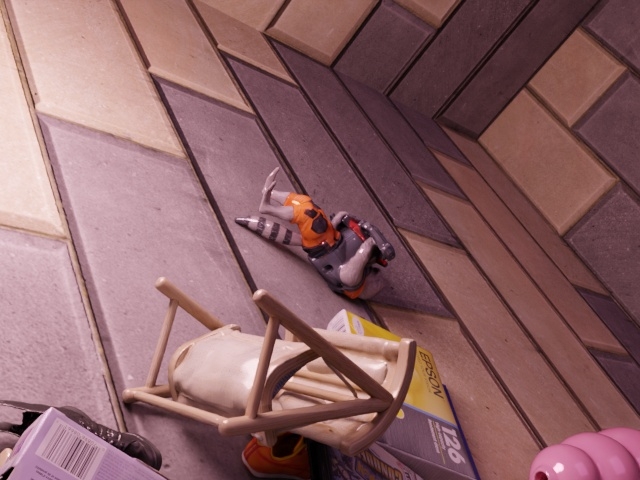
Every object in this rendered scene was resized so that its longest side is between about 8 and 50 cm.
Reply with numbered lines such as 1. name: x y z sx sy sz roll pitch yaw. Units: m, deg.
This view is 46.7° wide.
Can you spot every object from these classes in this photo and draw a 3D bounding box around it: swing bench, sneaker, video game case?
1. swing bench: -0.063 0.163 0.927 0.254 0.165 0.253 23 -15 -36
2. sneaker: -0.026 0.292 1.019 0.175 0.067 0.064 14 33 -47
3. video game case: 0.085 0.375 0.996 0.275 0.035 0.248 43 20 -30
4. sneaker: -0.259 0.213 0.787 0.170 0.051 0.089 22 -5 13

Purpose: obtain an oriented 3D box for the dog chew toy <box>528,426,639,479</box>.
1. dog chew toy: 0.524 0.454 1.394 0.331 0.207 0.207 12 36 -32

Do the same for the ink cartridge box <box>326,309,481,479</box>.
1. ink cartridge box: 0.165 0.292 1.296 0.307 0.072 0.304 25 27 -25

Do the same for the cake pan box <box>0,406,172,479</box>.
1. cake pan box: -0.202 0.311 0.639 0.267 0.070 0.246 38 36 -17

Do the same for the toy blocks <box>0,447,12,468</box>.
1. toy blocks: -0.254 0.278 0.729 0.148 0.054 0.123 27 26 -27

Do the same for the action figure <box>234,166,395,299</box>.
1. action figure: 0.000 0.000 1.520 0.330 0.178 0.341 43 -4 -10
